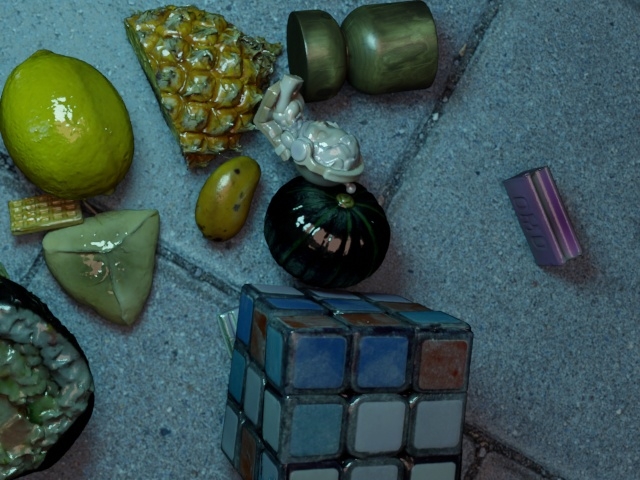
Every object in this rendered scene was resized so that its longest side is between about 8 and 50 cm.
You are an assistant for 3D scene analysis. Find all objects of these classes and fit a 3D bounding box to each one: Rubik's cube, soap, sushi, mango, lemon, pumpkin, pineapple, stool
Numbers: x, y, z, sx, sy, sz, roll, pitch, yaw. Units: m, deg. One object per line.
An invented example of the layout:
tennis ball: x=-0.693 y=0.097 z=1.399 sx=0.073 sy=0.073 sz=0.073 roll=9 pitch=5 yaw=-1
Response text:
Rubik's cube: x=0.034 y=0.280 z=1.677 sx=0.362 sy=0.359 sz=0.363 roll=1 pitch=96 yaw=-18
soap: x=0.462 y=-0.050 z=1.927 sx=0.065 sy=0.122 sz=0.203 roll=-24 pitch=94 yaw=-12
sushi: x=-0.584 y=0.228 z=1.636 sx=0.328 sy=0.285 sz=0.328 roll=39 pitch=87 yaw=-31
mango: x=-0.181 y=-0.080 z=1.783 sx=0.115 sy=0.090 sz=0.178 roll=-1 pitch=122 yaw=-49
lemon: x=-0.459 y=-0.204 z=1.674 sx=0.263 sy=0.236 sz=0.236 roll=41 pitch=81 yaw=9
pumpkin: x=0.000 y=0.000 z=1.793 sx=0.248 sy=0.248 sz=0.248 roll=0 pitch=90 yaw=-12
pineapple: x=-0.186 y=-0.336 z=1.741 sx=0.286 sy=0.209 sz=0.344 roll=-25 pitch=96 yaw=-12
stool: x=0.080 y=-0.372 z=1.816 sx=0.264 sy=0.179 sz=0.179 roll=-8 pitch=91 yaw=-12
soap: x=-0.136 y=0.199 z=1.828 sx=0.100 sy=0.056 sz=0.149 roll=-19 pitch=93 yaw=-14

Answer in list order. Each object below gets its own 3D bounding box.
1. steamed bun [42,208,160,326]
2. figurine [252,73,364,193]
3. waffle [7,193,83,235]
steamed bun: x=-0.419 y=0.040 z=1.743 sx=0.212 sy=0.110 sz=0.231 roll=8 pitch=85 yaw=-12
figurine: x=-0.008 y=-0.189 z=1.698 sx=0.237 sy=0.162 sz=0.141 roll=46 pitch=124 yaw=9
waffle: x=-0.517 y=-0.055 z=1.739 sx=0.135 sy=0.092 sz=0.021 roll=-12 pitch=137 yaw=-13
